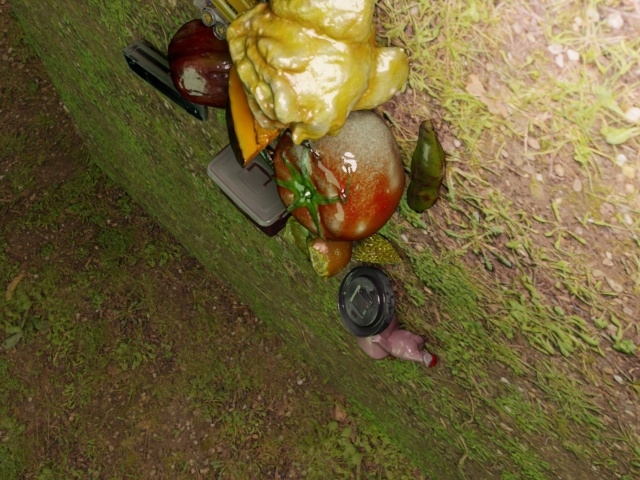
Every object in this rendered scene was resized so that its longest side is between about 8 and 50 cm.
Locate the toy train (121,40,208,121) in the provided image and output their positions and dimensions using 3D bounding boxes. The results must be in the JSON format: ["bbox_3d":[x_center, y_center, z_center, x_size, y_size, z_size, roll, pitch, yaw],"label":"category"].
[{"bbox_3d":[-0.470,-0.504,2.032,0.407,0.088,0.086,39,159,25],"label":"toy train"}]

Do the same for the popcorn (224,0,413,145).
[{"bbox_3d":[-0.020,-0.342,1.134,0.321,0.290,0.325,53,159,-12],"label":"popcorn"}]

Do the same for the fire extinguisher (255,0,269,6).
[{"bbox_3d":[-0.080,-0.413,1.408,0.118,0.093,0.294,6,136,37],"label":"fire extinguisher"}]

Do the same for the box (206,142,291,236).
[{"bbox_3d":[-0.186,-0.160,1.948,0.294,0.193,0.167,43,167,15],"label":"box"}]

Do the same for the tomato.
[{"bbox_3d":[0.045,-0.157,1.411,0.303,0.239,0.303,34,143,30],"label":"tomato"}]

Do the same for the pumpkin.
[{"bbox_3d":[-0.129,-0.298,1.335,0.169,0.312,0.148,42,155,-6],"label":"pumpkin"}]

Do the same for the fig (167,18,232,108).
[{"bbox_3d":[-0.250,-0.427,1.559,0.263,0.224,0.224,34,156,18],"label":"fig"}]

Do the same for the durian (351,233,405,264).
[{"bbox_3d":[0.144,0.039,1.789,0.100,0.086,0.215,43,162,-26],"label":"durian"}]

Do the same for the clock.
[{"bbox_3d":[0.136,0.182,1.920,0.215,0.042,0.215,-3,87,50],"label":"clock"}]

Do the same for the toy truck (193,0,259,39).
[{"bbox_3d":[-0.225,-0.556,1.436,0.227,0.098,0.114,47,140,-3],"label":"toy truck"}]

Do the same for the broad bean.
[{"bbox_3d":[0.221,-0.135,1.340,0.077,0.061,0.339,52,162,26],"label":"broad bean"}]

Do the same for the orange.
[{"bbox_3d":[0.004,-0.004,1.860,0.237,0.158,0.179,41,161,57],"label":"orange"}]

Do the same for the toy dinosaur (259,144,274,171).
[{"bbox_3d":[-0.170,-0.297,1.760,0.301,0.087,0.447,37,152,49],"label":"toy dinosaur"}]

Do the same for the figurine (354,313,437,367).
[{"bbox_3d":[0.225,0.327,2.012,0.287,0.176,0.186,25,127,19],"label":"figurine"}]
